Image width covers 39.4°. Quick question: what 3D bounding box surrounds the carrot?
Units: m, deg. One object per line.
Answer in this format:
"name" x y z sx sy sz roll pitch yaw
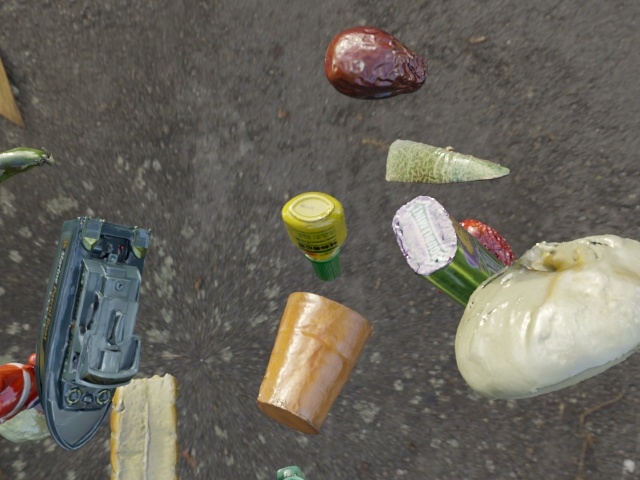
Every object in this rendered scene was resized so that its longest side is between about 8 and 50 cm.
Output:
"carrot" -0.020 0.252 1.799 0.195 0.196 0.254 26 67 -4

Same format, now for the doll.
"doll" -0.390 0.204 1.241 0.142 0.245 0.076 -46 70 15

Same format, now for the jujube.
"jujube" 0.127 -0.385 1.978 0.236 0.168 0.168 9 81 -19

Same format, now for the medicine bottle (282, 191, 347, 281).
"medicine bottle" 0.000 0.000 1.710 0.111 0.309 0.076 0 68 7

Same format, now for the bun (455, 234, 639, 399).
"bun" 0.288 0.082 1.102 0.287 0.287 0.146 -30 92 -10

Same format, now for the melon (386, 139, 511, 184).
"melon" 0.149 -0.089 1.069 0.097 0.182 0.054 2 98 -13

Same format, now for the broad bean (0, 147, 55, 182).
"broad bean" -0.599 -0.117 1.615 0.254 0.046 0.065 -23 119 14

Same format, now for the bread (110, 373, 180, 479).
"bread" -0.297 0.343 1.502 0.111 0.246 0.239 1 79 -14

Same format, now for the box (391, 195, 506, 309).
"box" 0.244 0.046 1.499 0.097 0.345 0.134 -34 56 16

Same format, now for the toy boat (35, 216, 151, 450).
"toy boat" -0.288 0.118 1.125 0.114 0.122 0.296 13 85 -47

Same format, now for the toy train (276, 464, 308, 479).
"toy train" -0.048 0.434 1.217 0.159 0.101 0.248 -26 49 10

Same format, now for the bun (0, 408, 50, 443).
"bun" -0.499 0.290 1.635 0.118 0.195 0.195 42 79 -7

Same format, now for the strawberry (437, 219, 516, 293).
"strawberry" 0.325 0.033 1.920 0.184 0.202 0.187 -17 45 -1
